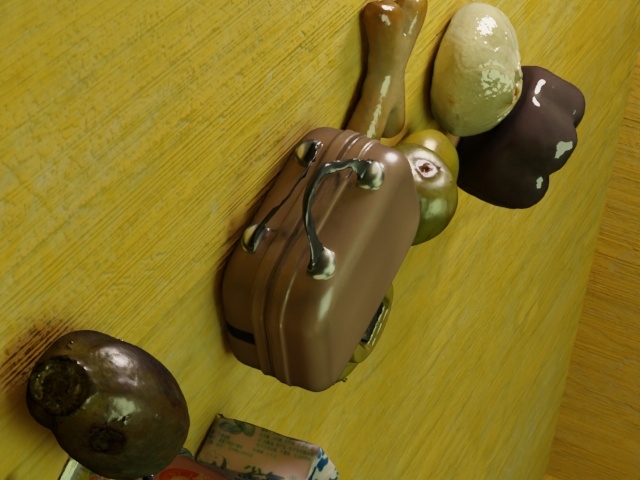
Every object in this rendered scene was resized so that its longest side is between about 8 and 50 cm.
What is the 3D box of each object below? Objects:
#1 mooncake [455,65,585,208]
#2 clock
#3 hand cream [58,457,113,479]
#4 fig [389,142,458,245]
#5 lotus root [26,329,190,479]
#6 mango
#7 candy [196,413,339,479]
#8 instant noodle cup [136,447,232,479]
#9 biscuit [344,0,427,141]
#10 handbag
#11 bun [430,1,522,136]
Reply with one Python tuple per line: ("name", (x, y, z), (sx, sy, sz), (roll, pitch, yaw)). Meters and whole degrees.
("mooncake", (0.316, -0.163, 2.356), (0.245, 0.133, 0.245), (-59, -171, 16))
("clock", (0.059, 0.109, 2.164), (0.237, 0.057, 0.237), (-55, 156, -38))
("hand cream", (-0.241, 0.249, 1.537), (0.035, 0.022, 0.102), (-62, 155, -10))
("fig", (0.110, -0.050, 2.043), (0.142, 0.148, 0.186), (-46, -176, -27))
("lotus root", (-0.198, 0.157, 1.405), (0.123, 0.124, 0.241), (-51, 159, -10))
("mango", (0.150, -0.071, 2.190), (0.137, 0.091, 0.237), (-52, 154, -29))
("candy", (-0.068, 0.279, 1.827), (0.073, 0.160, 0.092), (-65, 154, -25))
("instant noodle cup", (-0.110, 0.388, 1.708), (0.243, 0.231, 0.243), (18, 90, -72))
("biscuit", (0.087, -0.222, 1.938), (0.164, 0.047, 0.208), (-37, 141, -60))
("handbag", (0.000, 0.000, 1.767), (0.302, 0.149, 0.283), (-59, 160, -26))
("bun", (0.251, -0.252, 2.230), (0.222, 0.127, 0.222), (-49, 149, -44))
